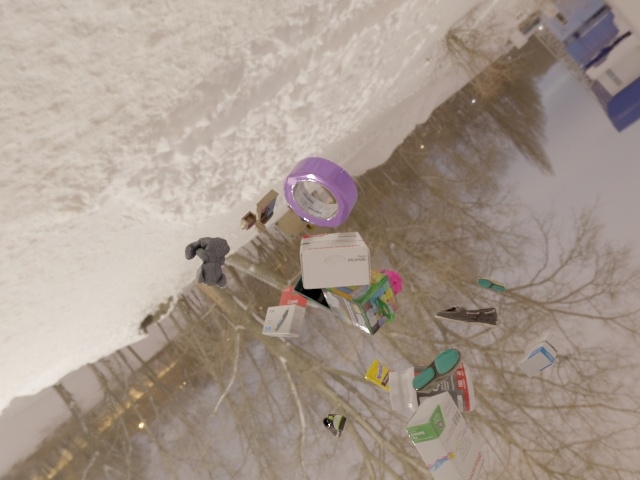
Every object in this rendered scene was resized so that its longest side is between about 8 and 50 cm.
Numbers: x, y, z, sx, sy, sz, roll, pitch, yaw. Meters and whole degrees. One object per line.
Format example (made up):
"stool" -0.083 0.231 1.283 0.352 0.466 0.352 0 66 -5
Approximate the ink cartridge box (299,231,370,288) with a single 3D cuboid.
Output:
"ink cartridge box" 0.035 0.048 1.216 0.171 0.100 0.237 -4 -170 -1

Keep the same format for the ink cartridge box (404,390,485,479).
"ink cartridge box" 0.344 0.553 1.236 0.093 0.213 0.154 -35 175 36

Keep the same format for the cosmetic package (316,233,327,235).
"cosmetic package" 0.000 0.000 2.564 0.115 0.060 0.041 -13 140 -39

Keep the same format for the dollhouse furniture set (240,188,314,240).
"dollhouse furniture set" -0.224 -0.066 2.412 0.286 0.303 0.198 -49 171 -30

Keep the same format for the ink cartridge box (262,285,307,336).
"ink cartridge box" -0.165 0.332 2.189 0.296 0.066 0.261 -18 -126 56

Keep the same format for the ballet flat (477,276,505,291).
"ballet flat" 0.907 0.228 2.414 0.052 0.168 0.057 -79 -166 -50

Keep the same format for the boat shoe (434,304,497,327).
"boat shoe" 0.673 0.336 2.087 0.112 0.335 0.096 170 -70 -68

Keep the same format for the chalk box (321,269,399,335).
"chalk box" 0.133 0.173 1.318 0.213 0.132 0.132 17 -132 46

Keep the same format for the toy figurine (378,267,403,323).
"toy figurine" 0.208 0.157 1.497 0.130 0.173 0.159 1 128 -29

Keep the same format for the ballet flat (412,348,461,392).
"ballet flat" 0.374 0.407 1.410 0.213 0.068 0.072 -50 -148 31

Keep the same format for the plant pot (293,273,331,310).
"plant pot" 0.028 0.182 1.723 0.166 0.165 0.234 -60 162 -14

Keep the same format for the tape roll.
"tape roll" -0.002 -0.179 1.710 0.275 0.274 0.090 -42 -166 54

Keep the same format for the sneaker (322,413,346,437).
"sneaker" 0.060 0.826 2.052 0.235 0.097 0.084 96 14 -55

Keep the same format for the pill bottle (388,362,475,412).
"pill bottle" 0.507 0.683 2.076 0.362 0.210 0.210 -7 -172 11

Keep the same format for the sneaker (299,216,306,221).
"sneaker" -0.066 -0.138 1.943 0.052 0.135 0.058 0 -138 17

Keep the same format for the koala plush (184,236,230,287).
"koala plush" -0.518 0.114 2.122 0.203 0.196 0.221 -29 -127 36

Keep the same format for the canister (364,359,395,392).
"canister" 0.354 0.769 2.557 0.126 0.169 0.073 -48 157 -39

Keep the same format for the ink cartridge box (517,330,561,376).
"ink cartridge box" 1.007 0.520 2.075 0.190 0.082 0.140 -27 158 -46
